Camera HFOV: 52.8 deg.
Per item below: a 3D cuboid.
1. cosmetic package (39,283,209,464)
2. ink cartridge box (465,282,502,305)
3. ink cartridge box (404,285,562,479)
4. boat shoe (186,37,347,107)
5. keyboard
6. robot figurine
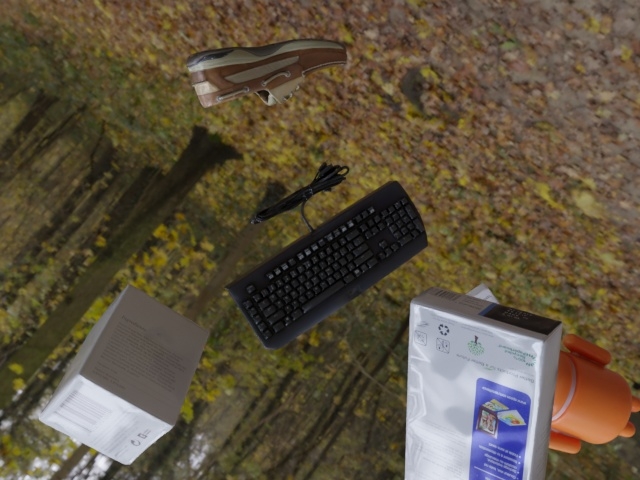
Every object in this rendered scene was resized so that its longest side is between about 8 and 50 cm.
[{"bbox_3d":[-0.287,0.199,0.963,0.151,0.151,0.183,35,-144,-17],"label":"cosmetic package"},{"bbox_3d":[0.277,0.150,1.087,0.143,0.092,0.090,48,-173,-44],"label":"ink cartridge box"},{"bbox_3d":[0.186,0.232,0.778,0.166,0.065,0.332,15,115,36],"label":"ink cartridge box"},{"bbox_3d":[-0.103,-0.331,1.288,0.123,0.324,0.119,-154,54,-66],"label":"boat shoe"},{"bbox_3d":[0.000,0.000,0.968,0.201,0.317,0.033,55,162,4],"label":"keyboard"},{"bbox_3d":[0.407,0.248,1.047,0.220,0.158,0.128,22,-152,-11],"label":"robot figurine"}]
